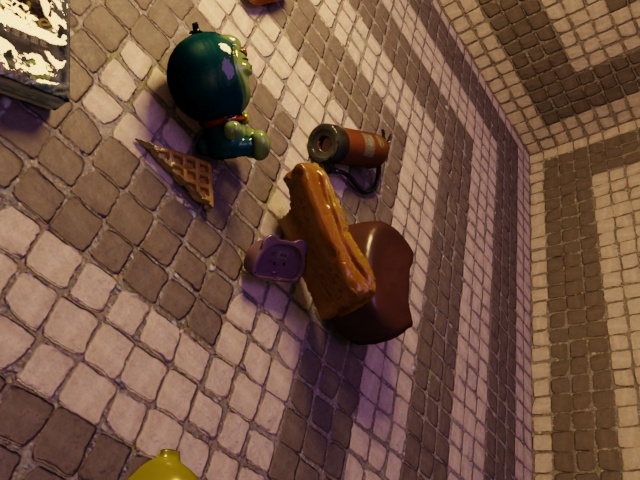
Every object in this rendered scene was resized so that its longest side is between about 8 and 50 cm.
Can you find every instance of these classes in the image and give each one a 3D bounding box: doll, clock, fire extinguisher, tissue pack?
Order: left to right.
[{"bbox_3d":[-0.526,-0.361,1.052,0.173,0.073,0.235,15,64,-52],"label":"tissue pack"},{"bbox_3d":[-0.230,-0.319,1.341,0.186,0.198,0.321,-20,104,-18],"label":"doll"},{"bbox_3d":[-0.104,0.039,1.417,0.153,0.050,0.110,10,99,-43],"label":"clock"},{"bbox_3d":[0.104,-0.255,1.865,0.376,0.113,0.200,-6,123,-53],"label":"fire extinguisher"}]

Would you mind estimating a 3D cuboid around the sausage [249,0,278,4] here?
[{"bbox_3d":[-0.142,-0.734,1.733,0.098,0.098,0.238,62,37,-13],"label":"sausage"}]

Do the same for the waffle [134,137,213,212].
[{"bbox_3d":[-0.310,-0.137,1.289,0.191,0.032,0.125,13,67,-49],"label":"waffle"}]

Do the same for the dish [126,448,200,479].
[{"bbox_3d":[-0.254,0.489,1.009,0.221,0.108,0.262,62,36,-15],"label":"dish"}]

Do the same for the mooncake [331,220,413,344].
[{"bbox_3d":[0.139,0.110,1.663,0.334,0.174,0.325,-18,93,-58],"label":"mooncake"}]

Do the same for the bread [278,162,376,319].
[{"bbox_3d":[0.000,0.000,1.483,0.109,0.185,0.380,-13,73,-42],"label":"bread"}]
